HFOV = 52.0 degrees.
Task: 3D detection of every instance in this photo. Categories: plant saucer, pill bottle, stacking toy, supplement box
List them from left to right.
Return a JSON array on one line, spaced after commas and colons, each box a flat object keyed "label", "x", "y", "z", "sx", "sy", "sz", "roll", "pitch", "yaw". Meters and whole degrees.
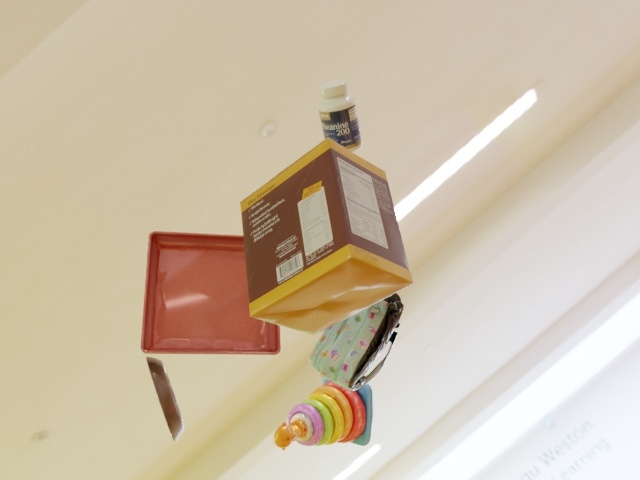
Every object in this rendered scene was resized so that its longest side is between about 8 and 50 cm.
[{"label": "plant saucer", "x": -0.290, "y": 0.294, "z": 1.237, "sx": 0.029, "sy": 0.168, "sz": 0.168, "roll": -19, "pitch": -38, "yaw": -14}, {"label": "plant saucer", "x": -0.213, "y": 0.109, "z": 1.291, "sx": 0.259, "sy": 0.259, "sz": 0.048, "roll": 3, "pitch": -30, "yaw": -13}, {"label": "stacking toy", "x": -0.014, "y": 0.449, "z": 1.618, "sx": 0.301, "sy": 0.165, "sz": 0.175, "roll": -7, "pitch": -79, "yaw": -52}, {"label": "supplement box", "x": 0.000, "y": 0.000, "z": 0.931, "sx": 0.191, "sy": 0.194, "sz": 0.129, "roll": -32, "pitch": -38, "yaw": 32}, {"label": "pill bottle", "x": 0.033, "y": -0.218, "z": 1.159, "sx": 0.067, "sy": 0.067, "sz": 0.120, "roll": -23, "pitch": -64, "yaw": -22}]

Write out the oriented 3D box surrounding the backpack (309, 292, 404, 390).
[{"label": "backpack", "x": 0.064, "y": 0.174, "z": 1.163, "sx": 0.182, "sy": 0.115, "sz": 0.152, "roll": -55, "pitch": -22, "yaw": -21}]
